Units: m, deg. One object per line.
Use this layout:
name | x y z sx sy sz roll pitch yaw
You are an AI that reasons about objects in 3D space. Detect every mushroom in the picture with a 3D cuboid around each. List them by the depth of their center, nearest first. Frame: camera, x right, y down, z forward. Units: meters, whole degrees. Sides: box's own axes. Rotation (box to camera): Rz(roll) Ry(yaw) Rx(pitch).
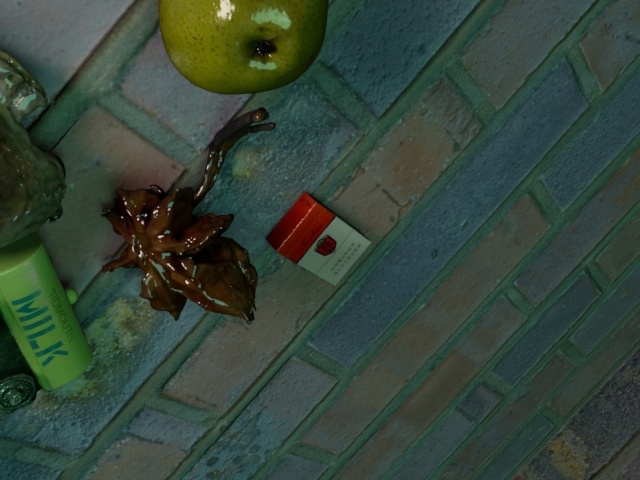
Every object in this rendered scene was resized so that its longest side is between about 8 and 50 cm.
mushroom | -0.400 -0.110 0.611 0.248 0.130 0.344 -28 132 -9

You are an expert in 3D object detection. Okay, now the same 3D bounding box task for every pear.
pear | -0.083 -0.252 0.678 0.198 0.198 0.198 -17 128 -23

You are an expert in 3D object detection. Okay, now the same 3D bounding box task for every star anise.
star anise | -0.156 -0.020 0.815 0.237 0.148 0.346 28 108 2

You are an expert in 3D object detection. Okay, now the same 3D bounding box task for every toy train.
toy train | -0.384 0.104 0.795 0.157 0.105 0.253 -32 135 -29

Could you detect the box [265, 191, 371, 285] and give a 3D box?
box | 0.000 0.000 1.006 0.152 0.048 0.100 34 97 -41
